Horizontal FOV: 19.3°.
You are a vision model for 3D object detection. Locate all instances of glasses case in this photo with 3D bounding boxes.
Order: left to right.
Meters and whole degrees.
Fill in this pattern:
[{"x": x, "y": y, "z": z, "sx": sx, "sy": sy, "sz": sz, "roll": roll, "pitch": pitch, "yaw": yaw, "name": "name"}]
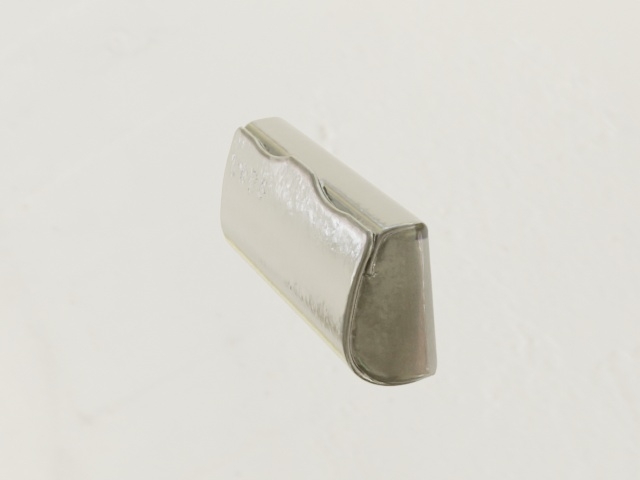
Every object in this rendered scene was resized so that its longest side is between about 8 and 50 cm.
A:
[{"x": 0.001, "y": 0.000, "z": 0.826, "sx": 0.190, "sy": 0.042, "sz": 0.072, "roll": -138, "pitch": -133, "yaw": -65, "name": "glasses case"}]
